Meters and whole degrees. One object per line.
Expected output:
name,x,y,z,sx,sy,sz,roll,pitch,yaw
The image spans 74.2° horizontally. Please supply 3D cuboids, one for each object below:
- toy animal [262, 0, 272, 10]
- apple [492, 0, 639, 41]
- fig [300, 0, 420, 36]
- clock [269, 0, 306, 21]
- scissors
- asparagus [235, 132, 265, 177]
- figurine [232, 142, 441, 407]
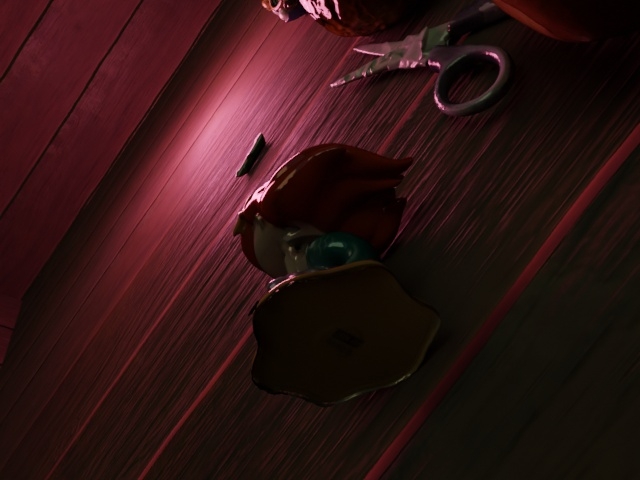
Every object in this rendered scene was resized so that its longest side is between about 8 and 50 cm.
toy animal,-0.076,-0.749,1.141,0.281,0.195,0.169,-58,-6,-9
apple,0.206,-0.307,0.305,0.277,0.319,0.319,-45,35,33
fig,0.021,-0.521,0.663,0.286,0.368,0.286,-43,27,28
clock,-0.023,-0.616,0.971,0.243,0.146,0.200,18,102,57
scissors,0.142,-0.275,0.599,0.256,0.029,0.383,-57,33,-7
asparagus,-0.145,-0.173,0.877,0.108,0.021,0.025,-60,30,-4
figurine,0.005,0.006,0.437,0.257,0.181,0.208,-113,23,-52
